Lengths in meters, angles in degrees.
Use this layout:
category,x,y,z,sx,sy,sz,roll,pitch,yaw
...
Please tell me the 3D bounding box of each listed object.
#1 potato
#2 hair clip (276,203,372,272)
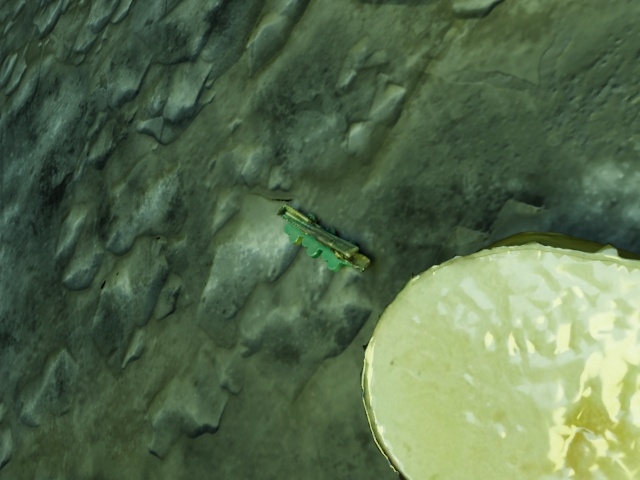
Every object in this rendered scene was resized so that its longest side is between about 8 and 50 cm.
category,x,y,z,sx,sy,sz,roll,pitch,yaw
potato,0.205,0.121,0.527,0.299,0.196,0.247,32,109,33
hair clip,0.000,0.001,0.859,0.173,0.049,0.049,33,100,49
